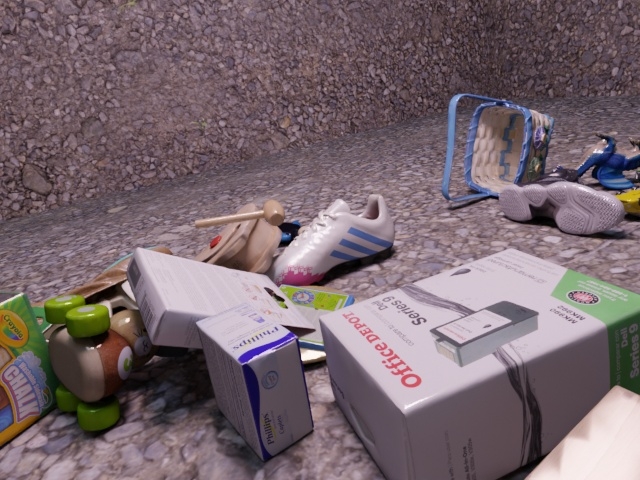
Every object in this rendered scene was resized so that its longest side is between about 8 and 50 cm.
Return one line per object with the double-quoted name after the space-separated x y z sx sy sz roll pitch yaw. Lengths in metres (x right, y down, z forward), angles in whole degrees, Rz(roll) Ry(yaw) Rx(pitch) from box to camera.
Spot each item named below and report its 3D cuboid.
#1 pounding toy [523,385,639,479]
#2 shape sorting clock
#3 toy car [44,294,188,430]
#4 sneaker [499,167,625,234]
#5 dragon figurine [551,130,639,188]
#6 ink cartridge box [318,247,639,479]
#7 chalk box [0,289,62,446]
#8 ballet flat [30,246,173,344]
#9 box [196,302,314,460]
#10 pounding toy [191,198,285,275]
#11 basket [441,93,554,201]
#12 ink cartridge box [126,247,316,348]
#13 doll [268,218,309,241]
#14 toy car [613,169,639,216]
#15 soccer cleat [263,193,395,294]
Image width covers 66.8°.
0.232 0.196 0.328 0.130 0.141 0.100 -34 26 -18 "pounding toy"
-0.030 0.128 0.763 0.206 0.041 0.206 0 26 0 "shape sorting clock"
-0.274 0.149 0.701 0.148 0.155 0.188 7 14 42 "toy car"
0.515 -0.092 0.998 0.153 0.102 0.268 -22 19 -23 "sneaker"
0.702 -0.173 1.154 0.288 0.144 0.085 12 21 6 "dragon figurine"
0.170 0.127 0.535 0.288 0.122 0.211 -17 20 -17 "ink cartridge box"
-0.493 0.181 0.664 0.180 0.179 0.289 -1 20 29 "chalk box"
-0.403 0.123 0.906 0.124 0.116 0.342 31 42 33 "ballet flat"
-0.079 0.159 0.576 0.072 0.126 0.137 -20 22 -29 "box"
-0.176 -0.005 0.897 0.269 0.155 0.154 -38 25 15 "pounding toy"
0.434 -0.234 1.221 0.288 0.255 0.201 -5 19 -21 "basket"
-0.149 0.092 0.714 0.232 0.066 0.189 21 11 -37 "ink cartridge box"
-0.101 -0.023 1.225 0.188 0.046 0.129 2 24 33 "doll"
0.715 -0.102 0.999 0.238 0.053 0.225 -4 20 18 "toy car"
0.000 0.000 0.957 0.331 0.143 0.116 -21 21 -25 "soccer cleat"
